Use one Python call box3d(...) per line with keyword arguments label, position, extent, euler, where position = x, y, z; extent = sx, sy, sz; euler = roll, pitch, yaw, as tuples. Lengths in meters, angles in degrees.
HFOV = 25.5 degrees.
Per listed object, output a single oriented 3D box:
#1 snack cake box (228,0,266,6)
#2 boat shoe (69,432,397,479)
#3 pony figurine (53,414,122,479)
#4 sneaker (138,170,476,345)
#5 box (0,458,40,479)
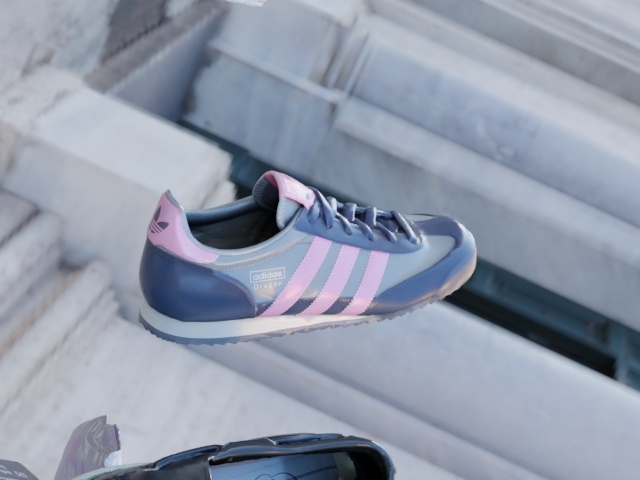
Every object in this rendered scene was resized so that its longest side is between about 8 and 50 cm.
box3d(label="snack cake box", position=(-0.074, -0.242, 0.901), extent=(0.152, 0.089, 0.264), euler=(-45, 166, 19))
box3d(label="boat shoe", position=(-0.076, 0.203, 0.969), extent=(0.340, 0.127, 0.113), euler=(-5, 167, -44))
box3d(label="pony figurine", position=(-0.303, 0.349, 1.516), extent=(0.351, 0.364, 0.302), euler=(-8, -85, 66))
box3d(label="sneaker", position=(0.000, 0.000, 1.219), extent=(0.112, 0.319, 0.131), euler=(46, -40, 50))
box3d(label="box", position=(-0.307, 0.336, 1.147), extent=(0.395, 0.294, 0.211), euler=(25, -85, 47))
